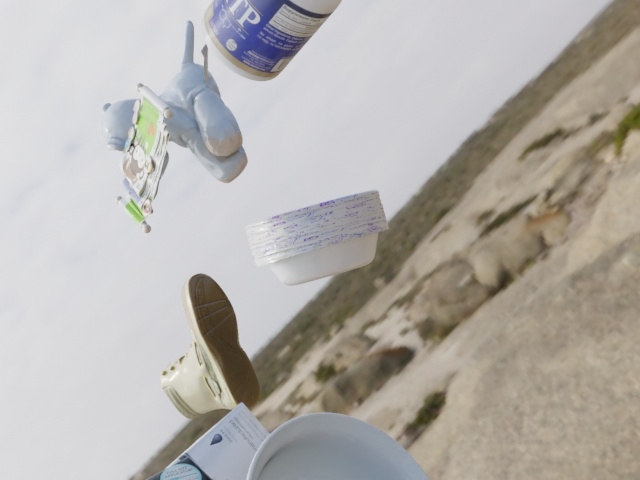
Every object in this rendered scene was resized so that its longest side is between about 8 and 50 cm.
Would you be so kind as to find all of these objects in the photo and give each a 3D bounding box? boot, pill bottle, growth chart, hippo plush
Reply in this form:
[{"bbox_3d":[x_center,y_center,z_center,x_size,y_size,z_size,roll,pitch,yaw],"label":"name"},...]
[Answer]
[{"bbox_3d":[-0.234,0.204,1.904,0.203,0.262,0.095,-21,4,45],"label":"boot"},{"bbox_3d":[-0.039,-0.273,1.110,0.186,0.112,0.112,-43,-1,38],"label":"pill bottle"},{"bbox_3d":[-0.313,-0.149,1.788,0.021,0.172,0.237,5,-75,-36],"label":"growth chart"},{"bbox_3d":[-0.286,-0.204,1.917,0.236,0.234,0.294,-22,-48,-9],"label":"hippo plush"}]

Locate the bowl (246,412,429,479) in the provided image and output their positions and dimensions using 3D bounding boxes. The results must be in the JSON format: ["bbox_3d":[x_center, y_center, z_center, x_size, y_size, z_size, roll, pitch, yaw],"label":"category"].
[{"bbox_3d":[0.010,0.379,1.289,0.134,0.298,0.298,-47,-3,42],"label":"bowl"}]

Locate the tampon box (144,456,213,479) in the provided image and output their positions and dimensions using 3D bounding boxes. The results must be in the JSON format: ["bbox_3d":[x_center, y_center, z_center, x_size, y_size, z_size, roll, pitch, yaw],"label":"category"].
[{"bbox_3d":[-0.106,0.274,0.801,0.120,0.161,0.101,-23,-49,-38],"label":"tampon box"}]

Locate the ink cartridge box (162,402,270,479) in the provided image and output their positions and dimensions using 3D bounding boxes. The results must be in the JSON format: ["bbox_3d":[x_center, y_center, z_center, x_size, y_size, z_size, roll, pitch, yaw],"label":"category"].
[{"bbox_3d":[-0.152,0.381,1.479,0.237,0.172,0.100,-38,-6,-42],"label":"ink cartridge box"}]

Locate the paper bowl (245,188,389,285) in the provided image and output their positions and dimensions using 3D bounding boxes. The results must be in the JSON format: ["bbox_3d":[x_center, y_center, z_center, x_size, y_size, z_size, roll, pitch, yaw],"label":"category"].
[{"bbox_3d":[0.000,0.000,2.061,0.284,0.148,0.284,-15,-1,0],"label":"paper bowl"}]
